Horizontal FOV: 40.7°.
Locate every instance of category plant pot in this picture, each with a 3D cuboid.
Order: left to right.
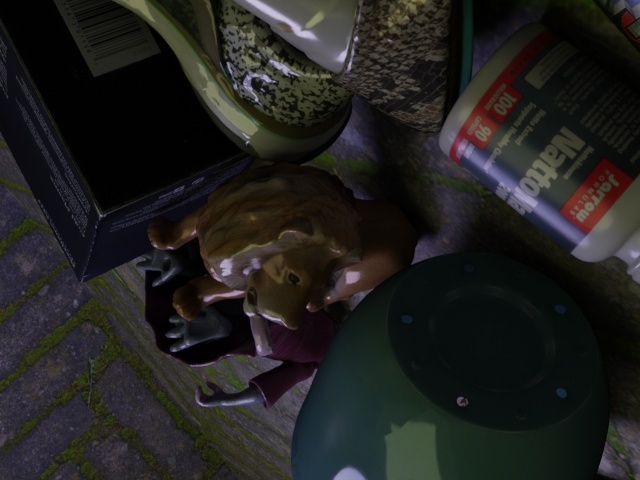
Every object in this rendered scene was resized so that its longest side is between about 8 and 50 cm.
[{"bbox_3d":[0.129,0.153,0.797,0.293,0.293,0.235,37,144,21],"label":"plant pot"}]

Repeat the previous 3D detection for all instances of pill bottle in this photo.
[{"bbox_3d":[0.178,-0.050,0.568,0.180,0.108,0.108,40,157,13],"label":"pill bottle"}]

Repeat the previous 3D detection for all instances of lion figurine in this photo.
[{"bbox_3d":[0.000,0.000,0.842,0.240,0.392,0.142,-19,86,31],"label":"lion figurine"}]

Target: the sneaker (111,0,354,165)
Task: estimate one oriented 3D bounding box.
[{"bbox_3d":[-0.096,-0.248,0.686,0.410,0.158,0.182,43,154,-13],"label":"sneaker"}]

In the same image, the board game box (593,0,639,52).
[{"bbox_3d":[0.239,-0.111,0.459,0.260,0.030,0.136,47,156,-2],"label":"board game box"}]

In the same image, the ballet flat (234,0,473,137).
[{"bbox_3d":[0.015,-0.218,0.459,0.483,0.181,0.164,94,163,-62],"label":"ballet flat"}]

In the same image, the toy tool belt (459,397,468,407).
[{"bbox_3d":[0.198,0.198,1.055,0.051,0.052,0.083,-111,2,-49],"label":"toy tool belt"}]

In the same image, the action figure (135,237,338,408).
[{"bbox_3d":[-0.065,0.093,1.167,0.275,0.248,0.370,-14,153,35],"label":"action figure"}]

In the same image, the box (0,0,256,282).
[{"bbox_3d":[-0.243,-0.168,0.912,0.343,0.178,0.312,62,156,3],"label":"box"}]
